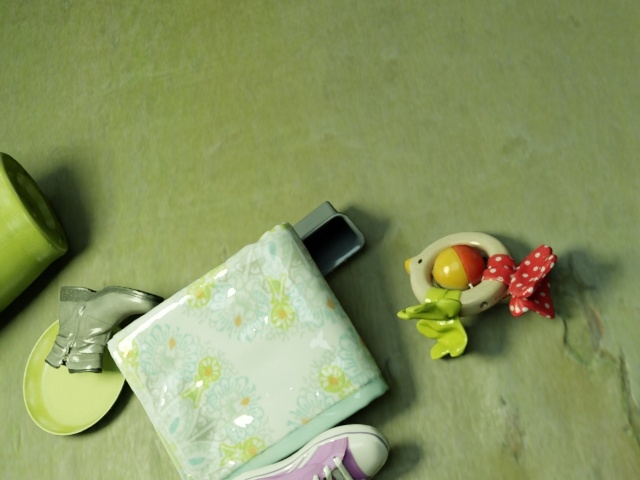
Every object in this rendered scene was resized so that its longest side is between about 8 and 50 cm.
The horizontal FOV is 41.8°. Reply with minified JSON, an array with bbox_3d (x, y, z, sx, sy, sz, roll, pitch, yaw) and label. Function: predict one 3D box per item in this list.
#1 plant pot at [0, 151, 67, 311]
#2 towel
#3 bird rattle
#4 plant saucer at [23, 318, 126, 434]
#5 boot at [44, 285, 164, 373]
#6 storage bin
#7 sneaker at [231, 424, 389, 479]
[{"bbox_3d":[-0.715,0.009,1.661,0.353,0.366,0.366,-32,58,-3],"label":"plant pot"},{"bbox_3d":[-0.124,0.201,1.357,0.374,0.090,0.321,-33,85,9],"label":"towel"},{"bbox_3d":[0.234,0.056,1.305,0.253,0.143,0.207,-33,42,6],"label":"bird rattle"},{"bbox_3d":[-0.457,0.251,1.593,0.241,0.037,0.241,-10,65,22],"label":"plant saucer"},{"bbox_3d":[-0.395,0.169,1.542,0.246,0.083,0.161,-3,74,30],"label":"boot"},{"bbox_3d":[0.000,0.000,1.462,0.135,0.098,0.091,-37,31,7],"label":"storage bin"},{"bbox_3d":[-0.019,0.389,1.245,0.282,0.102,0.161,-30,18,10],"label":"sneaker"}]
